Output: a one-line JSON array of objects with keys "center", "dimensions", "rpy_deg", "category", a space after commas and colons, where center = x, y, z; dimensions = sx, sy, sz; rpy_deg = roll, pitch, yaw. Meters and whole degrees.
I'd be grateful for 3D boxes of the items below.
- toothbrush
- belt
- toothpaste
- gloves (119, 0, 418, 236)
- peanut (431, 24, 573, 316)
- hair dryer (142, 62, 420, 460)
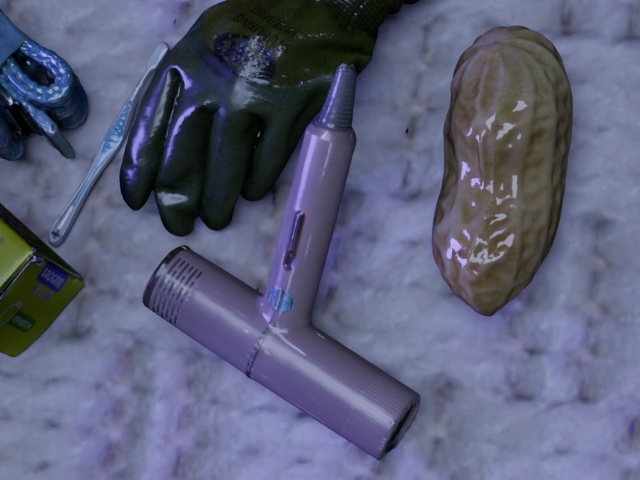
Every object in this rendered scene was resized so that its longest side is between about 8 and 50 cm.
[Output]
[{"center": [-0.147, -0.068, 1.331], "dimensions": [0.014, 0.017, 0.162], "rpy_deg": [29, 84, 14], "category": "toothbrush"}, {"center": [-0.281, -0.165, 1.347], "dimensions": [0.087, 0.072, 0.302], "rpy_deg": [-43, 74, -10], "category": "belt"}, {"center": [-0.311, -0.055, 1.309], "dimensions": [0.327, 0.110, 0.077], "rpy_deg": [41, 86, 15], "category": "toothpaste"}, {"center": [-0.035, -0.118, 1.283], "dimensions": [0.268, 0.107, 0.135], "rpy_deg": [-49, 45, 0], "category": "gloves"}, {"center": [0.119, -0.048, 1.244], "dimensions": [0.083, 0.093, 0.194], "rpy_deg": [8, 78, -3], "category": "peanut"}, {"center": [0.011, 0.004, 1.234], "dimensions": [0.195, 0.053, 0.220], "rpy_deg": [33, 111, 13], "category": "hair dryer"}]
